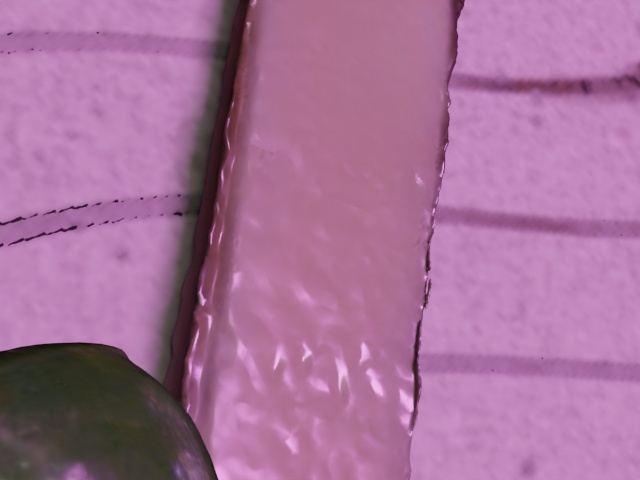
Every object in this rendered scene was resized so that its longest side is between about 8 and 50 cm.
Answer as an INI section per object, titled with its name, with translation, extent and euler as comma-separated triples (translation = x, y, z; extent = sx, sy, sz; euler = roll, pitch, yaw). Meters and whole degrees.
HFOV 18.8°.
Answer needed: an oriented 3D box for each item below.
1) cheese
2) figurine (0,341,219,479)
[cheese]
translation = -0.002, 0.001, 0.602
extent = 0.085, 0.034, 0.400
euler = 16, 57, -15
[figurine]
translation = -0.059, 0.145, 0.409
extent = 0.185, 0.127, 0.234
euler = -23, 69, -21
